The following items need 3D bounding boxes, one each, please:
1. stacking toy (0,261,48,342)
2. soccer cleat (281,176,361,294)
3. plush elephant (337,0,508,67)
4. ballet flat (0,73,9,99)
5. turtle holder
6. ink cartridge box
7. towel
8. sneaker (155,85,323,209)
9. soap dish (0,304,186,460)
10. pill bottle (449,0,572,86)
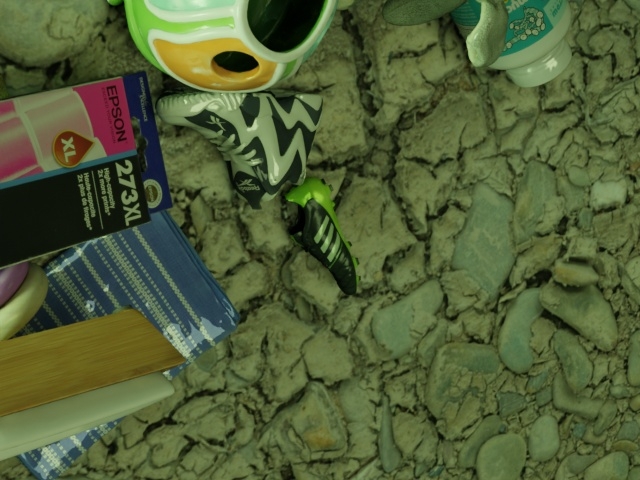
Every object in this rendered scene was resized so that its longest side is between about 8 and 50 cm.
[{"bbox_3d":[-0.450,-0.030,1.607,0.141,0.141,0.330,-42,117,-14],"label":"stacking toy"},{"bbox_3d":[0.000,0.000,1.946,0.072,0.060,0.178,-26,112,-13],"label":"soccer cleat"},{"bbox_3d":[0.158,-0.354,1.672,0.330,0.255,0.271,12,110,-3],"label":"plush elephant"},{"bbox_3d":[-0.431,-0.223,1.550,0.123,0.123,0.348,-39,123,-16],"label":"ballet flat"},{"bbox_3d":[-0.068,-0.314,1.684,0.320,0.227,0.243,-39,122,-15],"label":"turtle holder"},{"bbox_3d":[-0.298,-0.080,1.630,0.371,0.069,0.175,-21,104,-49],"label":"ink cartridge box"},{"bbox_3d":[-0.279,0.123,1.815,0.336,0.040,0.243,-40,123,-15],"label":"towel"},{"bbox_3d":[-0.102,-0.112,1.810,0.235,0.094,0.153,-5,102,-45],"label":"sneaker"},{"bbox_3d":[-0.331,0.172,1.622,0.291,0.229,0.118,-13,80,-46],"label":"soap dish"},{"bbox_3d":[0.239,-0.329,1.928,0.146,0.146,0.264,-45,125,-12],"label":"pill bottle"}]
